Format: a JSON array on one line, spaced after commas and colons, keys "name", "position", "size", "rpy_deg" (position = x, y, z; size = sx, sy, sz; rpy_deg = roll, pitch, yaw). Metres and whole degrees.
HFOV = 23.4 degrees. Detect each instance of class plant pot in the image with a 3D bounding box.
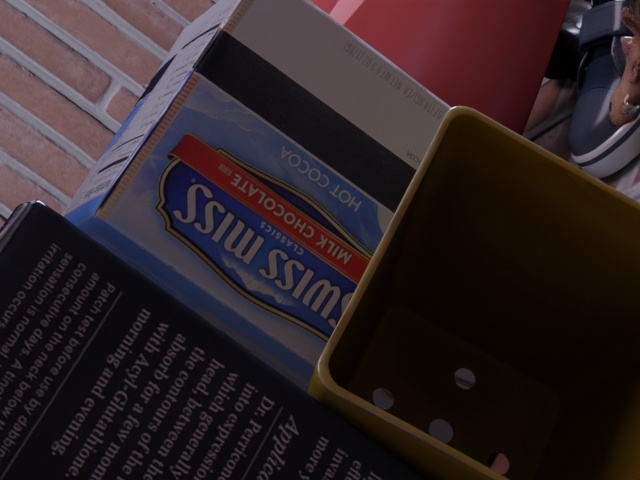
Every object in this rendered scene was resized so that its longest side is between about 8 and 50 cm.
[{"name": "plant pot", "position": [0.089, -0.172, 1.428], "size": [0.243, 0.275, 0.275], "rpy_deg": [-61, 8, 25]}, {"name": "plant pot", "position": [0.105, 0.085, 0.953], "size": [0.212, 0.212, 0.187], "rpy_deg": [-61, 2, -31]}]

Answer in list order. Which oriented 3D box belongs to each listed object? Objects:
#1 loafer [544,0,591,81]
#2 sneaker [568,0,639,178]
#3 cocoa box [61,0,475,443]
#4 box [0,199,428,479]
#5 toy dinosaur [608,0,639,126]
[{"name": "loafer", "position": [0.250, -0.203, 1.512], "size": [0.078, 0.080, 0.220], "rpy_deg": [-31, 22, -2]}, {"name": "sneaker", "position": [0.270, -0.209, 1.299], "size": [0.321, 0.127, 0.126], "rpy_deg": [-59, 14, -15]}, {"name": "cocoa box", "position": [0.000, 0.000, 1.205], "size": [0.228, 0.347, 0.231], "rpy_deg": [-58, 13, -15]}, {"name": "box", "position": [-0.102, 0.208, 0.896], "size": [0.293, 0.395, 0.212], "rpy_deg": [-33, 23, 57]}, {"name": "toy dinosaur", "position": [0.268, -0.233, 1.121], "size": [0.127, 0.295, 0.200], "rpy_deg": [7, 48, 29]}]
